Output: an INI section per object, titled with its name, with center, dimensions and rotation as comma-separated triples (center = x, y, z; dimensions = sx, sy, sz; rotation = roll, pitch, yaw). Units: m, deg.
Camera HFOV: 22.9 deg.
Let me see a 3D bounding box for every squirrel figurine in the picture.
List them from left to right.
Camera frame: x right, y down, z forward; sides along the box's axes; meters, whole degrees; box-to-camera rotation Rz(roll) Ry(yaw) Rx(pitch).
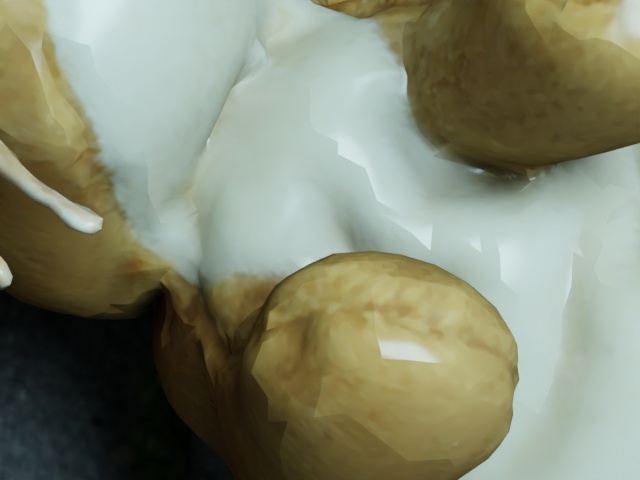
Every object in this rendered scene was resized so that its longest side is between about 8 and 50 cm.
[squirrel figurine]
center = 0.000, 0.000, 0.553
dimensions = 0.370, 0.397, 0.281
rotation = 24, 87, -5
